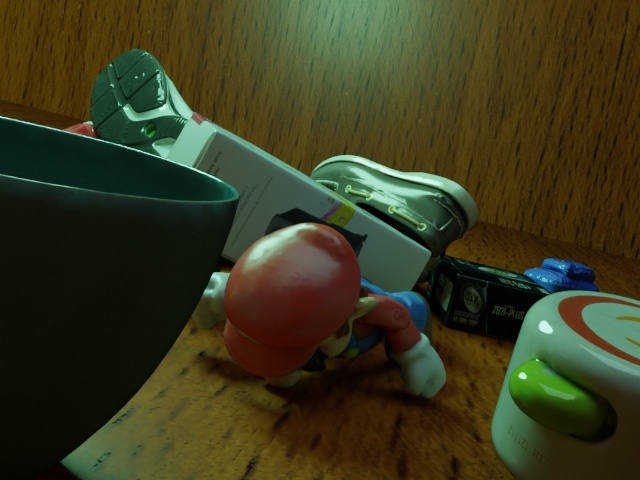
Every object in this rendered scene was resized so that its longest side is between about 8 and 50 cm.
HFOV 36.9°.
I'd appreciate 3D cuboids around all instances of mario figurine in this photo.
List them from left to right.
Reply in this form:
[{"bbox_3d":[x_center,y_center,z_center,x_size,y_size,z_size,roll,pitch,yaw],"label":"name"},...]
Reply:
[{"bbox_3d":[-0.003,0.093,0.931,0.198,0.170,0.320,-21,-17,19],"label":"mario figurine"}]

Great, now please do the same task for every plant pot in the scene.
[{"bbox_3d":[-0.210,0.033,0.569,0.290,0.195,0.290,13,8,-2],"label":"plant pot"}]

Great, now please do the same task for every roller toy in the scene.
[{"bbox_3d":[0.243,0.141,0.766,0.209,0.146,0.191,15,19,4],"label":"roller toy"}]

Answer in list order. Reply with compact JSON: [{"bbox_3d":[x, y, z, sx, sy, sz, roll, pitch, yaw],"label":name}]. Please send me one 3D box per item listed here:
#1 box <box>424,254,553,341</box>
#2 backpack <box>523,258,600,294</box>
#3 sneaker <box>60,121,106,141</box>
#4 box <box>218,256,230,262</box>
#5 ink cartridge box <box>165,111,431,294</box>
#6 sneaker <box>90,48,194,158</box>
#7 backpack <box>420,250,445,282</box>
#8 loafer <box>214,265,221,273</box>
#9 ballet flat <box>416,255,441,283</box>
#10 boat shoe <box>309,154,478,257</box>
[{"bbox_3d":[0.245,0.085,1.408,0.147,0.077,0.180,14,8,-4],"label":"box"},{"bbox_3d":[0.395,0.081,1.616,0.120,0.101,0.098,5,5,-31],"label":"backpack"},{"bbox_3d":[-0.517,-0.172,1.842,0.221,0.087,0.128,-16,-3,42],"label":"sneaker"},{"bbox_3d":[-0.105,-0.044,1.451,0.191,0.045,0.184,-5,38,-24],"label":"box"},{"bbox_3d":[-0.047,-0.024,1.195,0.306,0.131,0.226,28,4,-19],"label":"ink cartridge box"},{"bbox_3d":[-0.265,-0.169,1.812,0.447,0.169,0.257,51,5,40],"label":"sneaker"},{"bbox_3d":[0.101,0.009,1.558,0.173,0.116,0.158,-4,13,-22],"label":"backpack"},{"bbox_3d":[-0.212,0.008,1.132,0.251,0.087,0.094,18,9,33],"label":"loafer"},{"bbox_3d":[0.157,0.002,1.441,0.067,0.206,0.073,1,-35,42],"label":"ballet flat"},{"bbox_3d":[0.078,-0.046,1.409,0.324,0.096,0.116,16,-37,46],"label":"boat shoe"}]
